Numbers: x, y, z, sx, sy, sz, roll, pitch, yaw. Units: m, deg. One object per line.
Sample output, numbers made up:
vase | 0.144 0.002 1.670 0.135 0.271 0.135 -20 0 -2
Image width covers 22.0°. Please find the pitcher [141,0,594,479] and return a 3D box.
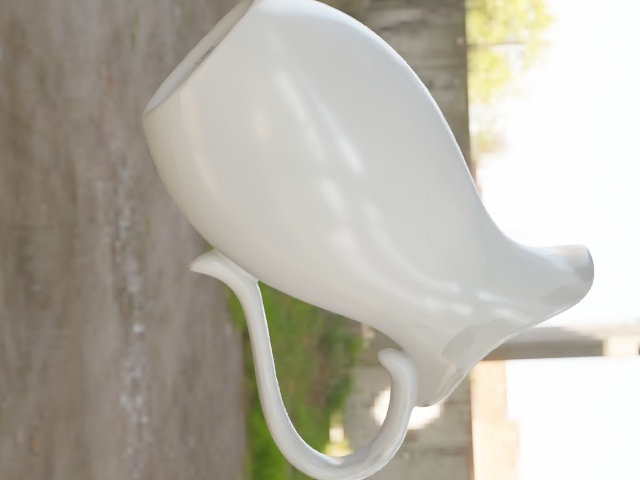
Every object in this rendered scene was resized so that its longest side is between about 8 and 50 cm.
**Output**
pitcher | 0.000 0.000 0.787 0.207 0.178 0.125 43 -2 -13
